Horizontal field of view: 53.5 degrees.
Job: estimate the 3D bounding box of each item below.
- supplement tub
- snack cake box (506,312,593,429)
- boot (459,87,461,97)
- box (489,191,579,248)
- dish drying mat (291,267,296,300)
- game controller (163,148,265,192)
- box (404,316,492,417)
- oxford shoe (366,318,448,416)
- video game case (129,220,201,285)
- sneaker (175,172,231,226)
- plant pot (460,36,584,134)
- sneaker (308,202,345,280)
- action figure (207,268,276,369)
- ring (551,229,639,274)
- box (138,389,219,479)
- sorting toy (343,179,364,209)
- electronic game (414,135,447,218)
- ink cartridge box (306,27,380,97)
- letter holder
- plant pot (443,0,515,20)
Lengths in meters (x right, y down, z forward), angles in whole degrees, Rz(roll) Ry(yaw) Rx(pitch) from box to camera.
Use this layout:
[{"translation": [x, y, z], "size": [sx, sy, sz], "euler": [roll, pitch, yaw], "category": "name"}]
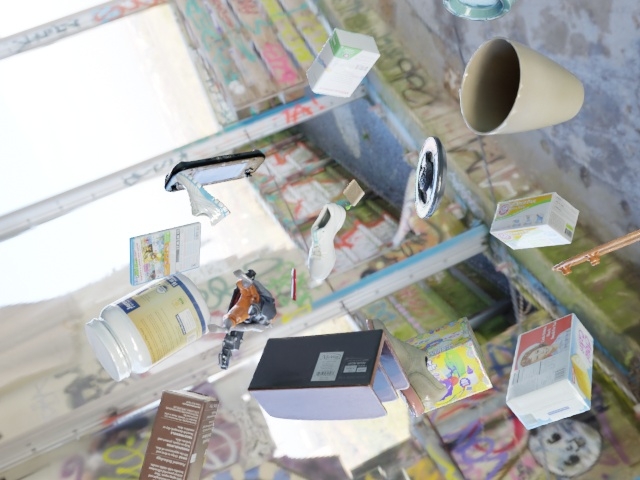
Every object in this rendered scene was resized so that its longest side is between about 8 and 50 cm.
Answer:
[{"translation": [-0.514, 0.256, 1.904], "size": [0.228, 0.316, 0.228], "euler": [34, 140, 34], "category": "supplement tub"}, {"translation": [0.525, 0.292, 1.445], "size": [0.089, 0.152, 0.264], "euler": [51, -145, -7], "category": "snack cake box"}, {"translation": [0.536, -0.440, 2.131], "size": [0.190, 0.086, 0.069], "euler": [54, -138, -39], "category": "boot"}, {"translation": [0.599, -0.052, 1.791], "size": [0.114, 0.103, 0.203], "euler": [31, 159, -25], "category": "box"}, {"translation": [-0.070, 0.115, 1.664], "size": [0.032, 0.008, 0.083], "euler": [-164, 74, -72], "category": "dish drying mat"}, {"translation": [-0.326, -0.216, 1.969], "size": [0.166, 0.319, 0.067], "euler": [-24, 83, 56], "category": "game controller"}, {"translation": [0.413, 0.431, 2.199], "size": [0.177, 0.290, 0.279], "euler": [65, -167, -4], "category": "box"}, {"translation": [0.246, 0.348, 1.853], "size": [0.348, 0.130, 0.123], "euler": [58, 174, 41], "category": "oxford shoe"}, {"translation": [-0.340, 0.028, 1.398], "size": [0.015, 0.166, 0.119], "euler": [36, 129, 39], "category": "video game case"}, {"translation": [-0.351, -0.114, 1.807], "size": [0.191, 0.083, 0.071], "euler": [41, 171, 7], "category": "sneaker"}, {"translation": [0.572, -0.406, 1.737], "size": [0.256, 0.274, 0.256], "euler": [-179, 90, -67], "category": "plant pot"}, {"translation": [0.000, 0.000, 1.693], "size": [0.094, 0.080, 0.212], "euler": [16, -92, -64], "category": "sneaker"}, {"translation": [-0.233, 0.259, 2.030], "size": [0.330, 0.178, 0.341], "euler": [33, -111, -71], "category": "action figure"}, {"translation": [0.721, 0.015, 1.518], "size": [0.336, 0.337, 0.032], "euler": [102, 148, -74], "category": "ring"}, {"translation": [-0.418, 0.632, 1.829], "size": [0.191, 0.143, 0.381], "euler": [75, -151, -77], "category": "box"}, {"translation": [0.095, -0.135, 1.930], "size": [0.083, 0.012, 0.062], "euler": [-52, 55, 27], "category": "sorting toy"}, {"translation": [0.298, -0.173, 1.750], "size": [0.229, 0.048, 0.229], "euler": [-175, 90, -84], "category": "electronic game"}, {"translation": [0.072, -0.584, 2.107], "size": [0.212, 0.154, 0.093], "euler": [-50, 48, 46], "category": "ink cartridge box"}, {"translation": [0.028, 0.338, 1.452], "size": [0.214, 0.302, 0.152], "euler": [61, -147, -34], "category": "letter holder"}, {"translation": [0.420, -0.695, 1.637], "size": [0.293, 0.293, 0.196], "euler": [156, 126, -81], "category": "plant pot"}]
